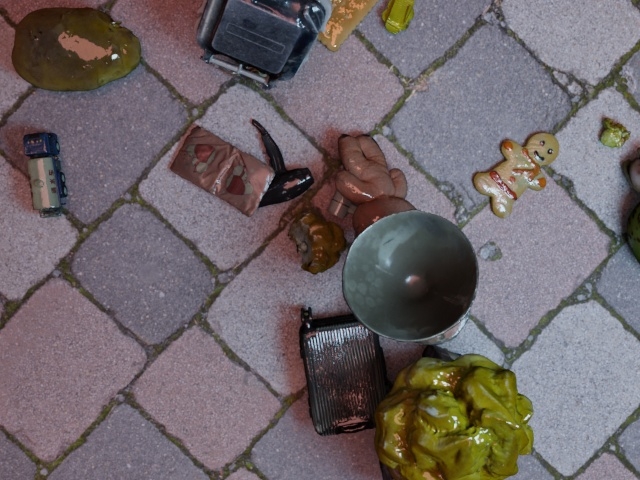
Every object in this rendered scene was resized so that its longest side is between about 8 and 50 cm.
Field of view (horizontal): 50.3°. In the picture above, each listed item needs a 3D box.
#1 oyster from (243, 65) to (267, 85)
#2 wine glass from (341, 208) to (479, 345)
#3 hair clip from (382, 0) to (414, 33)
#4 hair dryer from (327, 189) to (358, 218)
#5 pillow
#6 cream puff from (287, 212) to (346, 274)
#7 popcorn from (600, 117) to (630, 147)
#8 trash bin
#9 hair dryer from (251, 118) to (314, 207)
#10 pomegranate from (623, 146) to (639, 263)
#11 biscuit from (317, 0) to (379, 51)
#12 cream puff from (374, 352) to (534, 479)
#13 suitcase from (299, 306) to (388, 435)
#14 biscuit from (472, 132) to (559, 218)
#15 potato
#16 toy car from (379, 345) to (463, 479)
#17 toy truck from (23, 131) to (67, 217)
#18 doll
[{"bbox_3d":[-0.168,-0.510,1.616,0.214,0.083,0.223,38,76,-12],"label":"oyster"},{"bbox_3d":[0.216,0.108,1.491,0.267,0.406,0.267,-3,77,13],"label":"wine glass"},{"bbox_3d":[0.202,-0.579,1.640,0.072,0.046,0.173,23,91,-1],"label":"hair clip"},{"bbox_3d":[0.093,-0.078,1.675,0.137,0.047,0.082,27,92,-9],"label":"hair dryer"},{"bbox_3d":[-0.233,-0.169,1.635,0.248,0.049,0.135,30,99,11],"label":"pillow"},{"bbox_3d":[0.001,0.000,1.634,0.121,0.156,0.156,-38,95,33],"label":"cream puff"},{"bbox_3d":[0.720,-0.266,1.677,0.068,0.059,0.083,-25,86,0],"label":"popcorn"},{"bbox_3d":[-0.112,-0.557,1.490,0.255,0.296,0.368,18,60,-14],"label":"trash bin"},{"bbox_3d":[-0.136,-0.190,1.659,0.195,0.075,0.219,-22,84,9],"label":"hair dryer"},{"bbox_3d":[0.844,-0.077,1.608,0.284,0.285,0.341,-27,72,0],"label":"pomegranate"},{"bbox_3d":[0.054,-0.596,1.641,0.160,0.030,0.250,41,92,-4],"label":"biscuit"},{"bbox_3d":[0.274,0.392,1.375,0.324,0.257,0.291,-4,93,-1],"label":"cream puff"},{"bbox_3d":[0.057,0.309,1.657,0.202,0.128,0.312,-9,94,-2],"label":"suitcase"},{"bbox_3d":[0.494,-0.177,1.690,0.234,0.030,0.153,-40,96,1],"label":"biscuit"},{"bbox_3d":[-0.566,-0.442,1.577,0.296,0.141,0.192,-2,97,-4],"label":"potato"},{"bbox_3d":[0.288,0.445,1.620,0.226,0.242,0.336,25,94,-1],"label":"toy car"},{"bbox_3d":[-0.658,-0.155,1.618,0.074,0.088,0.202,-6,94,0],"label":"toy truck"},{"bbox_3d":[0.115,-0.107,1.607,0.201,0.156,0.303,-6,61,-27],"label":"doll"}]
